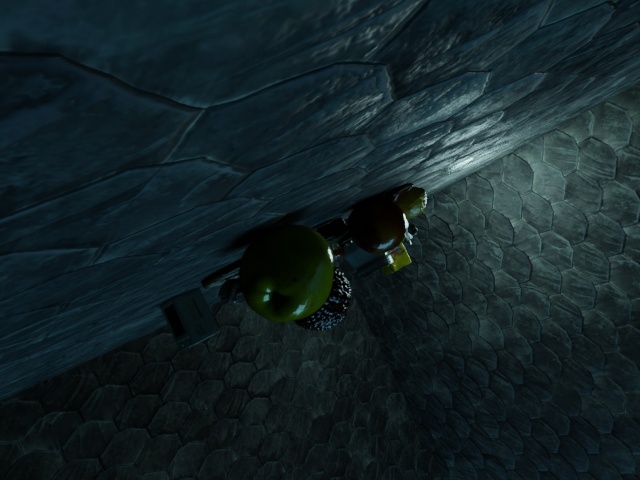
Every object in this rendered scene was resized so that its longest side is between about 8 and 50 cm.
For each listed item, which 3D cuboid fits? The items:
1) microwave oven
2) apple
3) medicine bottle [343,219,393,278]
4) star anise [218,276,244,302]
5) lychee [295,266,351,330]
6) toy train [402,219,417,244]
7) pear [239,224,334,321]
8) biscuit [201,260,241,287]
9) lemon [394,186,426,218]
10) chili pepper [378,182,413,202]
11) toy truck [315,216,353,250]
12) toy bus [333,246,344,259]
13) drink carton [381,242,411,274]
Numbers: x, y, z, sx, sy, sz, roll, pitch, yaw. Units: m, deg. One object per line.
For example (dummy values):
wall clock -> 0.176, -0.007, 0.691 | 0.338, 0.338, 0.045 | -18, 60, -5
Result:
microwave oven -> -0.544, 0.328, 1.718 | 0.122, 0.208, 0.162 | -29, 175, 36
apple -> 0.220, -0.059, 1.635 | 0.229, 0.230, 0.230 | -26, 176, -2
medicine bottle -> 0.215, 0.024, 2.076 | 0.244, 0.290, 0.245 | -27, 176, -2
star anise -> -0.279, 0.175, 1.605 | 0.228, 0.093, 0.236 | -12, -170, 23
lychee -> -0.020, 0.243, 1.785 | 0.330, 0.307, 0.305 | -8, -170, 42
toy train -> 0.461, -0.094, 2.447 | 0.133, 0.261, 0.177 | -23, -172, -31
pear -> -0.091, 0.086, 1.171 | 0.293, 0.295, 0.294 | -26, 176, -2
biscuit -> -0.323, 0.117, 1.652 | 0.317, 0.040, 0.318 | -27, 175, -2
lemon -> 0.408, -0.173, 1.869 | 0.142, 0.142, 0.187 | -23, 169, -41
chili pepper -> 0.288, -0.181, 1.706 | 0.268, 0.059, 0.051 | -35, -151, 46
toy truck -> 0.002, 0.000, 1.690 | 0.256, 0.127, 0.127 | -26, 161, -4
toy bus -> -0.053, 0.060, 1.902 | 0.328, 0.143, 0.153 | -23, 166, -4
drink carton -> 0.371, 0.006, 2.369 | 0.154, 0.352, 0.111 | -23, 175, -33
